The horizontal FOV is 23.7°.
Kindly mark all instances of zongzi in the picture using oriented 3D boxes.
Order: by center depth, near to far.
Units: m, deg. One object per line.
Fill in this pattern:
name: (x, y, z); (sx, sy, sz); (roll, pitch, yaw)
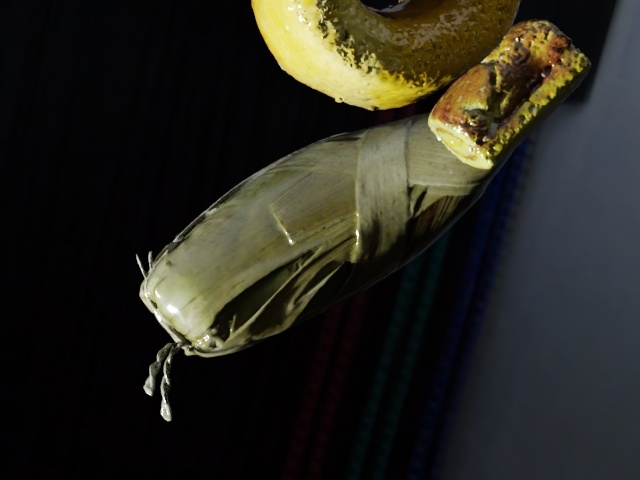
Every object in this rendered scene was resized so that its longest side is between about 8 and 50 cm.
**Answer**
zongzi: (-0.012, -0.019, 1.954); (0.500, 0.218, 0.467); (-32, 177, -35)

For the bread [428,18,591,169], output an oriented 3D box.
bread: (0.213, -0.168, 1.749); (0.103, 0.172, 0.132); (46, 176, -10)

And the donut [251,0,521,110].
donut: (0.074, -0.256, 1.473); (0.278, 0.277, 0.108); (12, -176, -23)
